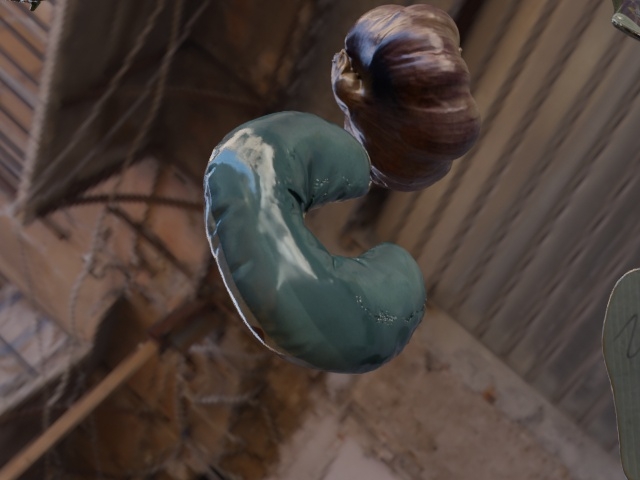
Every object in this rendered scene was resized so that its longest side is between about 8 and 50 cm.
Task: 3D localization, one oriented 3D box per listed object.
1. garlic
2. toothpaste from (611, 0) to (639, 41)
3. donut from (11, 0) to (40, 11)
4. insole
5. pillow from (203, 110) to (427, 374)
[{"bbox_3d":[0.091,-0.171,1.557,0.160,0.245,0.245,-8,-33,-23],"label":"garlic"},{"bbox_3d":[0.397,-0.288,1.583,0.392,0.099,0.061,-64,0,-68],"label":"toothpaste"},{"bbox_3d":[-0.210,-0.229,0.807,0.068,0.174,0.174,-57,-8,-34],"label":"donut"},{"bbox_3d":[0.257,0.106,1.024,0.064,0.188,0.004,-16,-33,31],"label":"insole"},{"bbox_3d":[0.000,0.000,1.063,0.214,0.233,0.086,-13,-18,-46],"label":"pillow"}]
